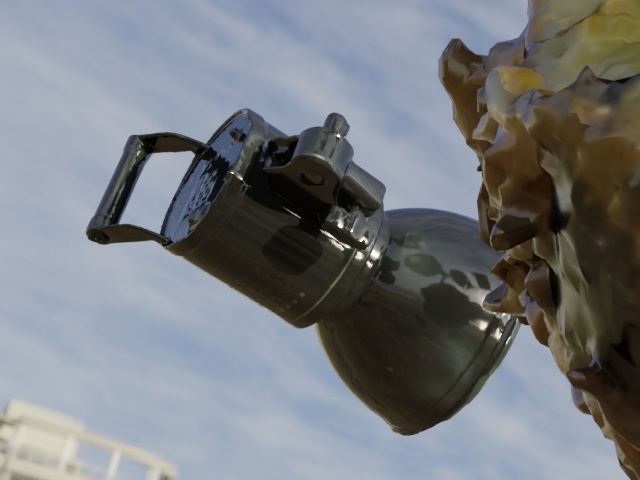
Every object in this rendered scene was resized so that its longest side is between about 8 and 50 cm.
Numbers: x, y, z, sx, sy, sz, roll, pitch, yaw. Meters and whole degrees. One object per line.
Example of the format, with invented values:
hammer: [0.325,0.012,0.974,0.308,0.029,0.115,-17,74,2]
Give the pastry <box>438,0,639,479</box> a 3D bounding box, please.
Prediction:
pastry: [0.215,-0.059,0.605,0.292,0.405,0.337,-7,-35,37]

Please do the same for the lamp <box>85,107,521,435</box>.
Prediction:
lamp: [0.000,0.000,1.062,0.227,0.147,0.172,32,-30,-20]
